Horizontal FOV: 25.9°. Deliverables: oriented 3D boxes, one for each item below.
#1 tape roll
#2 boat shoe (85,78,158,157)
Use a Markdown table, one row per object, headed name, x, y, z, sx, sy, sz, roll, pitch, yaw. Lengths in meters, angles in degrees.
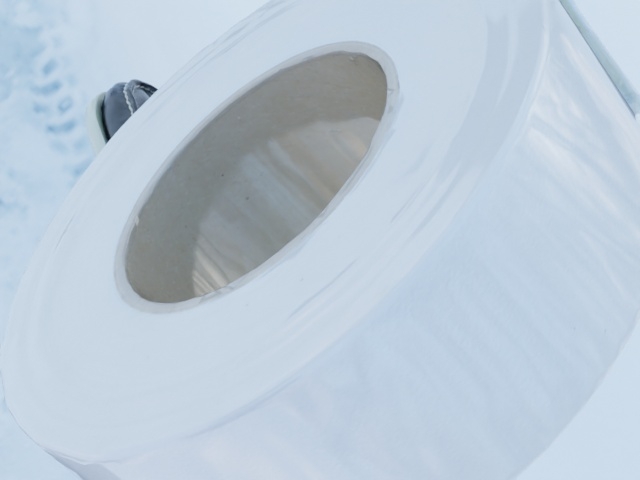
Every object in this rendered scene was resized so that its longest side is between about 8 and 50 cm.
| name | x | y | z | sx | sy | sz | roll | pitch | yaw |
| --- | --- | --- | --- | --- | --- | --- | --- | --- | --- |
| tape roll | 0.000 | 0.000 | 0.597 | 0.100 | 0.286 | 0.286 | 47 | 52 | -29 |
| boat shoe | -0.032 | -0.009 | 0.934 | 0.127 | 0.113 | 0.340 | 10 | 38 | -54 |
